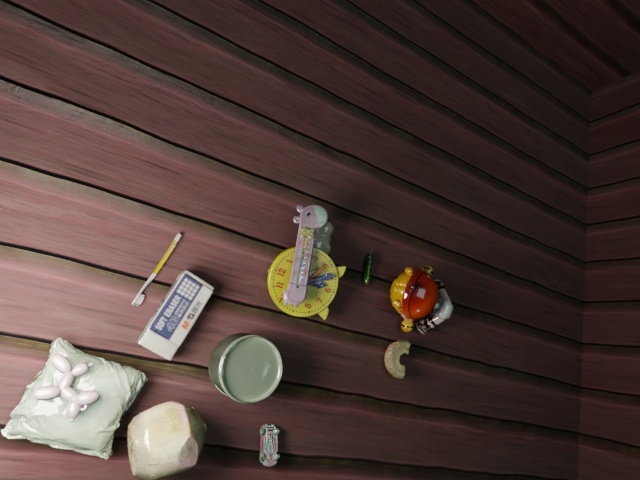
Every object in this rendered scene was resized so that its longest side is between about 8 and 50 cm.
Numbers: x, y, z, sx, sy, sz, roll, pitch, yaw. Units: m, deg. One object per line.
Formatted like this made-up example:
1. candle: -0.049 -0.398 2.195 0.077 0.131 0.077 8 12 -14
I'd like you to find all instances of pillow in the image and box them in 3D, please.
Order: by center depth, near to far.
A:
1. pillow: -0.704 0.469 1.323 0.309 0.138 0.284 27 68 -21

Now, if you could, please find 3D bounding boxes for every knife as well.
1. knife: -0.062 0.053 1.688 0.132 0.038 0.399 11 80 -5

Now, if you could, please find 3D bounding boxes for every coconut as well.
1. coconut: -0.469 0.612 1.387 0.230 0.227 0.227 -5 85 -30

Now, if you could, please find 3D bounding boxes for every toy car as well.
1. toy car: -0.189 0.738 1.621 0.069 0.055 0.142 11 63 -29

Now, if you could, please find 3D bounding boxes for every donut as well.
1. donut: 0.324 0.505 1.946 0.108 0.065 0.166 26 71 -24

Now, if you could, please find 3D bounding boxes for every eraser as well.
1. eraser: -0.487 0.249 1.515 0.124 0.081 0.279 37 66 -20

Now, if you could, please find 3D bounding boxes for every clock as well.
1. clock: -0.060 0.160 1.732 0.293 0.071 0.277 16 91 -13

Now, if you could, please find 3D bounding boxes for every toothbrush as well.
1. toothbrush: -0.554 0.096 1.538 0.024 0.021 0.288 40 65 -30

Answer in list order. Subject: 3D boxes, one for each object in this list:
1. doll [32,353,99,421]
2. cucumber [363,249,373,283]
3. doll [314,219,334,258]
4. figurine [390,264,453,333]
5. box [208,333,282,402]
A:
1. doll: -0.692 0.408 1.242 0.159 0.059 0.161 22 58 -17
2. cucumber: 0.209 0.116 1.961 0.037 0.037 0.155 18 75 -26
3. doll: 0.000 0.000 1.828 0.149 0.095 0.192 26 67 -26
4. figurine: 0.438 0.251 1.976 0.323 0.196 0.320 30 74 -33
5. box: -0.263 0.443 1.573 0.226 0.149 0.226 5 80 -28
